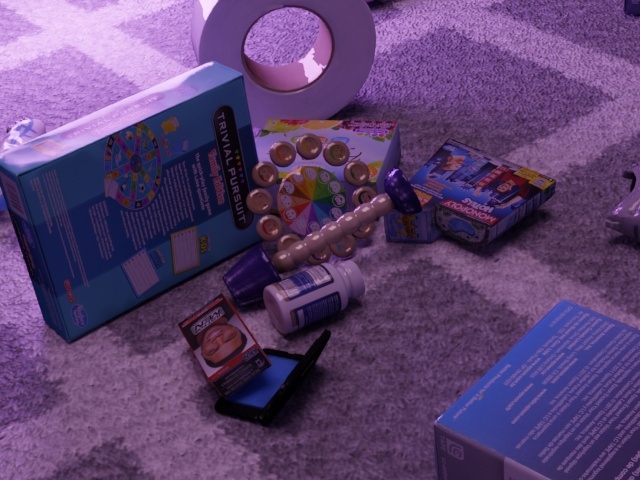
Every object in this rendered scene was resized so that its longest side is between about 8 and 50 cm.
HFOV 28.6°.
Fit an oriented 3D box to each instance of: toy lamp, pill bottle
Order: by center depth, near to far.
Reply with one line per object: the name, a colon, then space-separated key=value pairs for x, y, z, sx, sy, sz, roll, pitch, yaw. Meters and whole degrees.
pill bottle: x=-0.007 y=0.068 z=1.598 sx=0.120 sy=0.067 sz=0.067 roll=-22 pitch=37 yaw=-19
toy lamp: x=0.000 y=0.000 z=1.648 sx=0.275 sy=0.080 sz=0.080 roll=-31 pitch=38 yaw=-3

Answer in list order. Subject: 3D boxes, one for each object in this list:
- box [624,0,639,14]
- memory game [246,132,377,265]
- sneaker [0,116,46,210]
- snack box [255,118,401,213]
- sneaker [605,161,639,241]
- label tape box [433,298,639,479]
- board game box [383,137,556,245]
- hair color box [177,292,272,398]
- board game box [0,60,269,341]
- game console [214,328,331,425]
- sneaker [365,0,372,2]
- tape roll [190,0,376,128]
box: x=0.672 y=-0.455 z=2.223 sx=0.233 sy=0.059 sz=0.183 roll=9 pitch=38 yaw=22
memory game: x=-0.010 y=-0.056 z=1.711 sx=0.186 sy=0.186 sz=0.012 roll=-19 pitch=-4 yaw=-16
sneaker: x=-0.477 y=-0.115 z=1.957 sx=0.086 sy=0.085 sz=0.237 roll=23 pitch=34 yaw=-1
snack box: x=0.002 y=-0.109 z=1.850 sx=0.207 sy=0.070 sz=0.174 roll=2 pitch=35 yaw=16
sneaker: x=0.473 y=-0.099 z=1.710 sx=0.115 sy=0.105 sz=0.281 roll=12 pitch=40 yaw=26
label tape box: x=0.327 y=0.221 z=1.278 sx=0.348 sy=0.115 sz=0.249 roll=25 pitch=46 yaw=35
board game box: x=0.190 y=-0.049 z=1.735 sx=0.194 sy=0.060 sz=0.194 roll=-34 pitch=43 yaw=-31
hair color box: x=-0.118 y=0.126 z=1.526 sx=0.072 sy=0.043 sz=0.141 roll=-36 pitch=32 yaw=-4
board game box: x=-0.236 y=-0.056 z=1.658 sx=0.336 sy=0.253 sz=0.079 roll=-28 pitch=37 yaw=-28
game console: x=-0.056 y=0.153 z=1.487 sx=0.071 sy=0.107 sz=0.122 roll=33 pitch=46 yaw=7
sneaker: x=0.081 y=-0.550 z=2.454 sx=0.161 sy=0.102 sz=0.282 roll=-14 pitch=45 yaw=-14
tape roll: x=-0.059 y=-0.320 z=1.976 sx=0.286 sy=0.286 sz=0.100 roll=-12 pitch=34 yaw=-6
